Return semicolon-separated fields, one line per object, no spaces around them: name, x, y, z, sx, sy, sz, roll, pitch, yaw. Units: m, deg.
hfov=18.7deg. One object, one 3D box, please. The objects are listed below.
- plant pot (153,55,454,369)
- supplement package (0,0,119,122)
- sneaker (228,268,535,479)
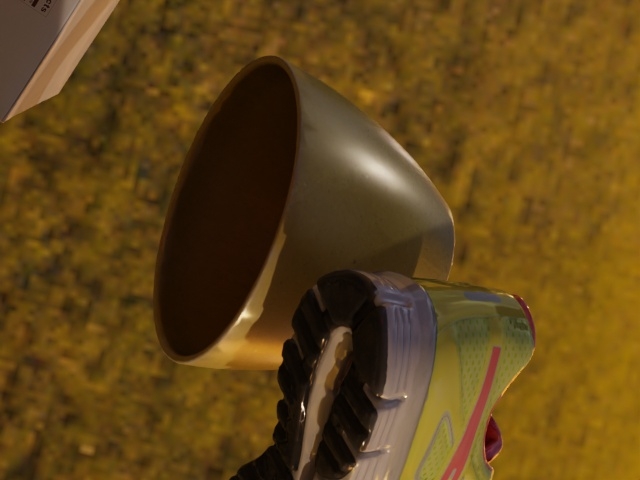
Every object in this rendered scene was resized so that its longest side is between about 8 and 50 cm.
plant pot;0.000;0.000;0.829;0.134;0.095;0.134;-47;-147;45
supplement package;-0.251;-0.208;1.384;0.149;0.203;0.194;-56;-178;10
sneaker;0.025;0.095;0.747;0.094;0.081;0.208;-7;139;-30
